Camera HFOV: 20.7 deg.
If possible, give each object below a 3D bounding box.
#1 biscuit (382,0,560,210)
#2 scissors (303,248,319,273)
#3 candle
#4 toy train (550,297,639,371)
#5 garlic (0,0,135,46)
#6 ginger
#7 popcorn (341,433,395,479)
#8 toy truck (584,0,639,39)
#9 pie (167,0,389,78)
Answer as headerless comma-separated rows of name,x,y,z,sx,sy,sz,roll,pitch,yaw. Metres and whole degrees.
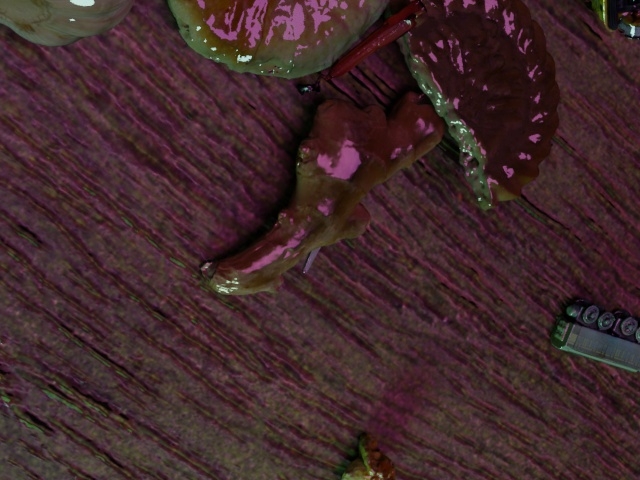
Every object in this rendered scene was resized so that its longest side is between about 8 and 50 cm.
biscuit,0.189,-0.189,1.956,0.187,0.036,0.273,-38,104,-28
scissors,0.000,0.000,1.979,0.036,0.006,0.083,22,96,-33
candle,0.045,-0.204,1.887,0.167,0.021,0.026,-36,99,15
toy train,0.357,0.118,2.181,0.148,0.038,0.071,18,101,-31
garlic,-0.249,-0.311,1.661,0.218,0.218,0.212,40,58,-31
ginger,0.008,-0.058,1.927,0.334,0.081,0.148,-49,137,-3
popcorn,0.058,0.273,2.072,0.068,0.059,0.083,-8,102,-24
toy truck,0.418,-0.343,1.992,0.272,0.157,0.124,-17,130,-13
pie,-0.039,-0.313,1.816,0.306,0.071,0.306,-7,108,-22
